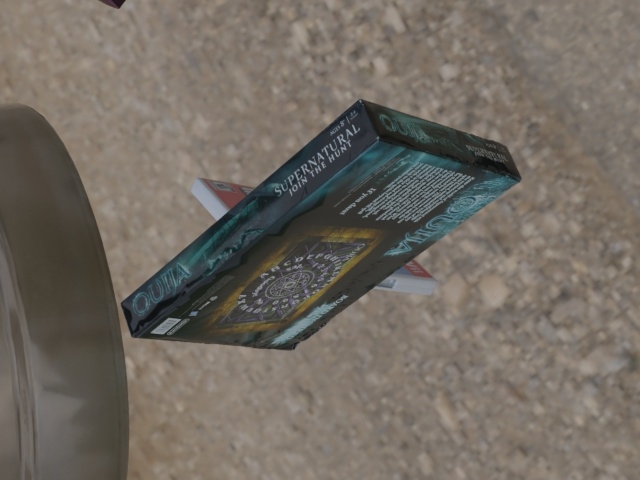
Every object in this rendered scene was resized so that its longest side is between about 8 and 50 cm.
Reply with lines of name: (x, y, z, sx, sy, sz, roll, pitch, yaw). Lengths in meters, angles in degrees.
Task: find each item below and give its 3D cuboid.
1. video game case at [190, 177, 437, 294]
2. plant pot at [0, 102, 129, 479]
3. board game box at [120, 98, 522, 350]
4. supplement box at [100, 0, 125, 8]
video game case: (-0.006, -0.005, 1.848, 0.204, 0.285, 0.025, 45, 117, 42)
plant pot: (-0.312, 0.084, 0.934, 0.323, 0.280, 0.323, 28, 123, 56)
board game box: (0.000, 0.000, 0.752, 0.186, 0.126, 0.026, -38, 61, 30)
supplement box: (-0.260, -0.413, 1.873, 0.104, 0.188, 0.081, 40, 173, -41)
